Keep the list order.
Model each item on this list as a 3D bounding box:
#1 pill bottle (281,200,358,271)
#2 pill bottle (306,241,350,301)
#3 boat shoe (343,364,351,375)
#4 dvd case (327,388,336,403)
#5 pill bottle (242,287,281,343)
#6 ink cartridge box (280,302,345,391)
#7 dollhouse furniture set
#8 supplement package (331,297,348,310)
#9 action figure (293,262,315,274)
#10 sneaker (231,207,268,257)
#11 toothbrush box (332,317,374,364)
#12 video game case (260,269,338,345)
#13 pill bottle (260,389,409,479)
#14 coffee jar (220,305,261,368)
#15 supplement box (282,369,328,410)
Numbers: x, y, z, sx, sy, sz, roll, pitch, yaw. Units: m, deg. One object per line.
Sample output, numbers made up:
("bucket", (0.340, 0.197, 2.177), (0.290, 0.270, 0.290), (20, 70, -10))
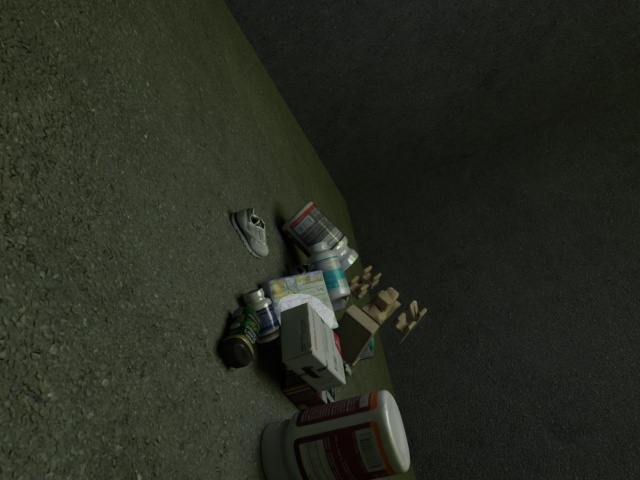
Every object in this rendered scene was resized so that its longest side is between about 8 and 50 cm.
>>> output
("pill bottle", (0.000, 0.000, 2.066), (0.363, 0.210, 0.210), (46, 16, -5))
("pill bottle", (0.027, 0.143, 1.893), (0.146, 0.146, 0.263), (24, 45, -72))
("boat shoe", (0.138, 0.697, 2.278), (0.035, 0.035, 0.100), (-23, 98, -50))
("dvd case", (0.026, 0.628, 1.924), (0.238, 0.030, 0.179), (-89, 156, -55))
("pill bottle", (-0.198, 0.249, 1.403), (0.094, 0.094, 0.169), (-40, 111, -76))
("ink cartridge box", (-0.026, 0.372, 1.447), (0.196, 0.114, 0.272), (-98, 161, -45))
("dollhouse furniture set", (0.240, 0.385, 2.034), (0.362, 0.256, 0.394), (38, 38, 19))
("supplement package", (0.043, 0.268, 2.236), (0.203, 0.150, 0.194), (-35, 105, -77))
("action figure", (-0.067, 0.243, 1.792), (0.141, 0.164, 0.275), (-4, 79, -30))
("sneaker", (-0.247, -0.024, 1.601), (0.090, 0.095, 0.235), (-97, 164, -47))
("toothbrush box", (0.165, 0.519, 2.229), (0.295, 0.217, 0.126), (-70, 140, -71))
("video game case", (-0.080, 0.257, 1.637), (0.270, 0.061, 0.244), (-8, 77, -39))
("pill bottle", (0.041, 0.595, 1.229), (0.224, 0.393, 0.223), (-19, 90, -76))
("coffee jar", (-0.234, 0.286, 1.244), (0.184, 0.079, 0.096), (-83, 151, -61))
("supplement box", (-0.054, 0.550, 1.540), (0.080, 0.104, 0.188), (-95, 161, -50))
